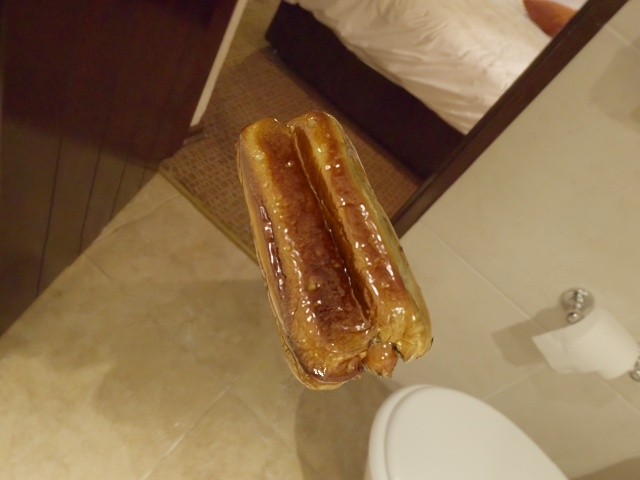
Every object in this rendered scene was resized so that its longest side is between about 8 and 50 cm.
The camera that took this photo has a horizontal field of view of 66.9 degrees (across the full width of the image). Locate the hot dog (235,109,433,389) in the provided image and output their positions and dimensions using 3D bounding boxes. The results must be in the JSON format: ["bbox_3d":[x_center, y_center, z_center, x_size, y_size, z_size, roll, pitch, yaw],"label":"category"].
[{"bbox_3d":[0.000,0.000,0.561,0.159,0.117,0.348,-17,63,-9],"label":"hot dog"}]
